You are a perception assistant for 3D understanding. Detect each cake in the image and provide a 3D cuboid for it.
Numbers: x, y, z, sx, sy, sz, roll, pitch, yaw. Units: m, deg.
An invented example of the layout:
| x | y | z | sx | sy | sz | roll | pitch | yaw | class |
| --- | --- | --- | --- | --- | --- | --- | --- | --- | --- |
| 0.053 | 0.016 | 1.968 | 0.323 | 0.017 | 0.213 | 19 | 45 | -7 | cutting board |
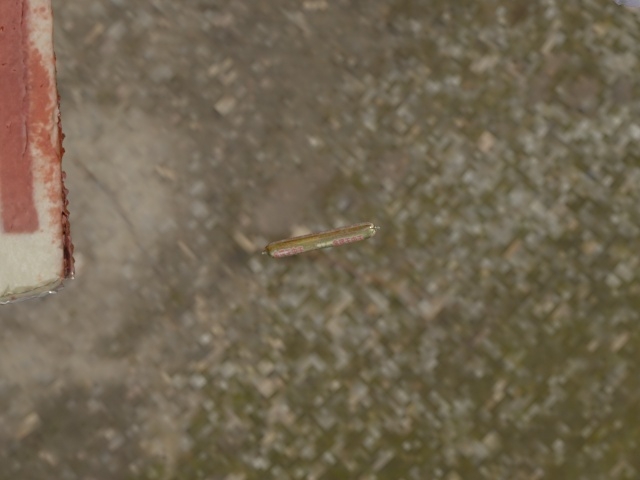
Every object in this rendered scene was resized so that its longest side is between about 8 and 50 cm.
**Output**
| x | y | z | sx | sy | sz | roll | pitch | yaw | class |
| --- | --- | --- | --- | --- | --- | --- | --- | --- | --- |
| -0.273 | -0.097 | 1.365 | 0.158 | 0.159 | 0.262 | -10 | 114 | -26 | cake |

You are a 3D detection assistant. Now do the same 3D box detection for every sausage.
| x | y | z | sx | sy | sz | roll | pitch | yaw | class |
| --- | --- | --- | --- | --- | --- | --- | --- | --- | --- |
| 0.000 | 0.000 | 1.524 | 0.100 | 0.015 | 0.015 | -12 | 137 | 14 | sausage |

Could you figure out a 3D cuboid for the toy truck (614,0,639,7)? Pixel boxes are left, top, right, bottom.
| x | y | z | sx | sy | sz | roll | pitch | yaw | class |
| --- | --- | --- | --- | --- | --- | --- | --- | --- | --- |
| 0.264 | -0.243 | 1.284 | 0.216 | 0.116 | 0.110 | -33 | 158 | -23 | toy truck |
